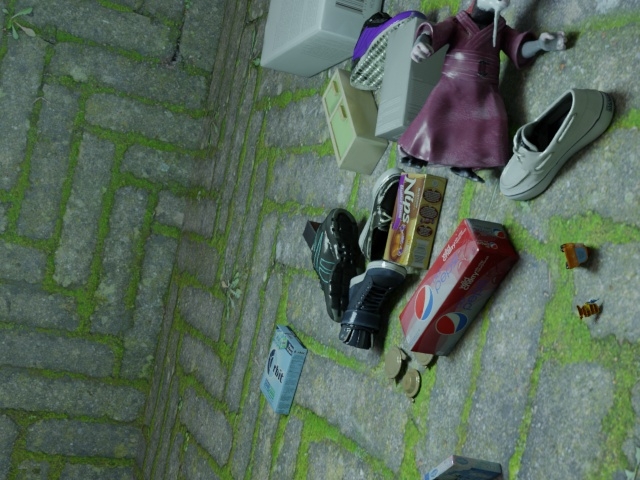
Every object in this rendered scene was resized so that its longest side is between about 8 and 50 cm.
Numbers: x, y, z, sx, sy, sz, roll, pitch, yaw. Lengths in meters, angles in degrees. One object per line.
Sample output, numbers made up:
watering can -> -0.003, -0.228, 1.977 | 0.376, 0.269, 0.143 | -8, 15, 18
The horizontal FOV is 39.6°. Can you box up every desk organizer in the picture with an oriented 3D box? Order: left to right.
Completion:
desk organizer -> 0.000, 0.000, 2.224 | 0.130, 0.050, 0.047 | -119, 45, -58

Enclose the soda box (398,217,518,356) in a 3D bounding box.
soda box -> 0.238, 0.086, 1.573 | 0.092, 0.083, 0.263 | -104, 33, -47

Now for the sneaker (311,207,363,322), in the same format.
sneaker -> 0.036, 0.064, 2.023 | 0.106, 0.101, 0.267 | -29, 53, 49

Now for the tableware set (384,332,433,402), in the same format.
tableware set -> 0.177, 0.225, 1.737 | 0.168, 0.020, 0.141 | -67, 27, 23

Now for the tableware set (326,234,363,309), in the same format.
tableware set -> 0.046, 0.065, 2.099 | 0.128, 0.039, 0.194 | -140, 63, -65

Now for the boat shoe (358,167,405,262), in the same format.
boat shoe -> 0.143, -0.048, 1.884 | 0.070, 0.078, 0.219 | -111, 30, -54

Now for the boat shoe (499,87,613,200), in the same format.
boat shoe -> 0.350, -0.157, 1.417 | 0.258, 0.084, 0.095 | 127, 147, -46

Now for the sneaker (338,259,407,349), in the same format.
sneaker -> 0.107, 0.138, 1.837 | 0.226, 0.086, 0.163 | 130, 156, -66

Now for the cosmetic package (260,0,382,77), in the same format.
cosmetic package -> -0.001, -0.596, 2.365 | 0.453, 0.161, 0.230 | 180, 100, -67

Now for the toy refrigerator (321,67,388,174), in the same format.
toy refrigerator -> 0.075, -0.288, 2.127 | 0.269, 0.094, 0.102 | -101, 31, -43

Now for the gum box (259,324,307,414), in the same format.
gum box -> -0.099, 0.334, 2.314 | 0.157, 0.041, 0.184 | -138, 62, -65

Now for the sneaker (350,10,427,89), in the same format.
sneaker -> 0.147, -0.471, 2.031 | 0.293, 0.102, 0.146 | 145, 133, -59

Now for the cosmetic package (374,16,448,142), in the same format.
cosmetic package -> 0.195, -0.328, 1.854 | 0.127, 0.107, 0.238 | -7, 70, 67

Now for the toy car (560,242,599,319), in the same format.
toy car -> 0.389, 0.056, 1.315 | 0.040, 0.060, 0.122 | -17, 76, 16

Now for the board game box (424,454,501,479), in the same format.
board game box -> 0.230, 0.379, 1.442 | 0.090, 0.090, 0.020 | 125, 152, -45

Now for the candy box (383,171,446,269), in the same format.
candy box -> 0.189, -0.042, 1.791 | 0.109, 0.053, 0.186 | -162, 83, -68

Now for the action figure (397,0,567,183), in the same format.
action figure -> 0.281, -0.294, 1.589 | 0.276, 0.248, 0.370 | -40, -37, -83
